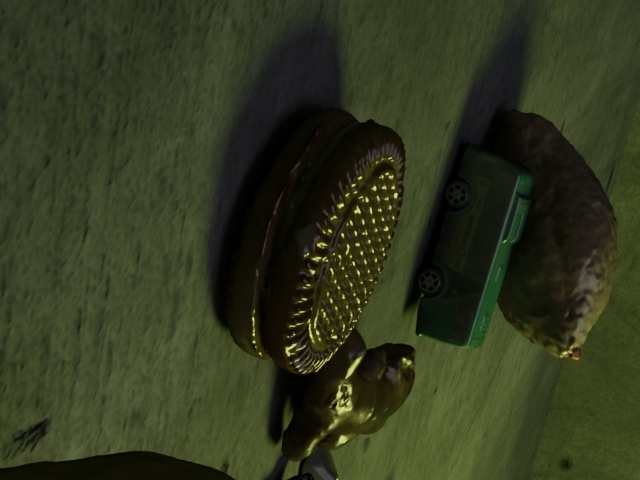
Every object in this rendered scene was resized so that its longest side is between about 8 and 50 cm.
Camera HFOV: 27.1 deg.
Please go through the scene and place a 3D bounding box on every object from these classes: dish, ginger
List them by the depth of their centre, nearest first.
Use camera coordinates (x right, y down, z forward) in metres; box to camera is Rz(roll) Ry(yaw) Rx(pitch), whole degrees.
[{"bbox_3d":[0.034,0.175,1.449,0.166,0.080,0.333,-55,167,4],"label":"ginger"},{"bbox_3d":[0.002,0.296,1.562,0.091,0.039,0.137,-47,152,-50],"label":"dish"}]

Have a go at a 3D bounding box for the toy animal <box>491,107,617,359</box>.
[{"bbox_3d":[0.315,0.006,1.838,0.226,0.188,0.358,79,8,-64],"label":"toy animal"}]

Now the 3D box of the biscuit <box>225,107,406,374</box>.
[{"bbox_3d":[0.000,0.000,1.199,0.259,0.079,0.259,-56,158,-36],"label":"biscuit"}]

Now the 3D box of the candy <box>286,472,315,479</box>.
[{"bbox_3d":[-0.050,0.364,1.470,0.094,0.051,0.226,-24,131,-69],"label":"candy"}]

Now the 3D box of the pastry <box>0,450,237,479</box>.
[{"bbox_3d":[-0.152,0.296,0.704,0.388,0.313,0.388,-55,164,-25],"label":"pastry"}]

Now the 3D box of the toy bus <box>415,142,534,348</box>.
[{"bbox_3d":[0.197,0.009,1.731,0.091,0.109,0.261,1,107,-64],"label":"toy bus"}]
